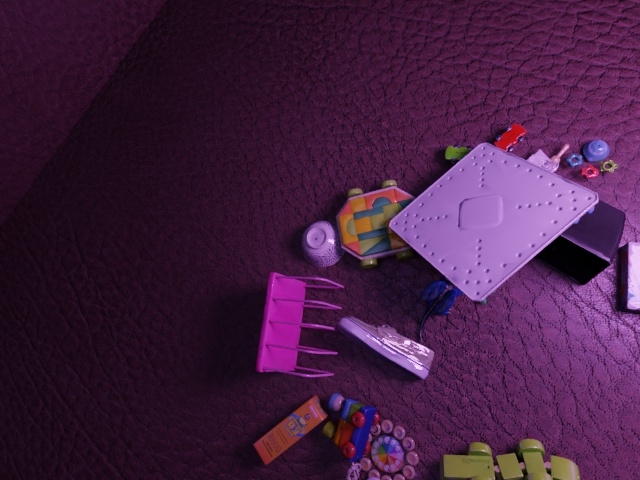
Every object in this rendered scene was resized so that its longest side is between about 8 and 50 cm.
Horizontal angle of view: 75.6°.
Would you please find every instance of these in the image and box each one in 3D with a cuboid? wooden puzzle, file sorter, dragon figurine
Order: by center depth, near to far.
[{"bbox_3d":[0.229,0.621,1.192,0.078,0.014,0.116,-22,70,16],"label":"wooden puzzle"},{"bbox_3d":[0.350,0.165,1.196,0.085,0.144,0.289,43,99,26],"label":"dragon figurine"},{"bbox_3d":[-0.048,0.261,1.264,0.182,0.202,0.291,0,76,27],"label":"file sorter"}]

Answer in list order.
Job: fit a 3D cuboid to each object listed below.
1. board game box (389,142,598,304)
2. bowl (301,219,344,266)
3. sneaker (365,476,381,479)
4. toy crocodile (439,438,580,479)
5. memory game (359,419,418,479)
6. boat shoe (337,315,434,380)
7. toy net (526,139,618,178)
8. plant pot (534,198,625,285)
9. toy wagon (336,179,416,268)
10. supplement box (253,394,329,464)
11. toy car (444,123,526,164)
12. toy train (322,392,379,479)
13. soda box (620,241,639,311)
[{"bbox_3d":[0.443,-0.065,1.130,0.390,0.050,0.390,-41,42,1],"label":"board game box"},{"bbox_3d":[0.000,0.000,1.398,0.170,0.080,0.170,-4,75,17],"label":"bowl"},{"bbox_3d":[0.112,0.804,1.100,0.099,0.153,0.282,6,83,20],"label":"sneaker"},{"bbox_3d":[0.483,0.601,1.069,0.340,0.105,0.115,-11,31,16],"label":"toy crocodile"},{"bbox_3d":[0.191,0.620,1.193,0.186,0.012,0.186,-6,76,24],"label":"memory game"},{"bbox_3d":[0.195,0.304,1.238,0.302,0.109,0.094,30,69,6],"label":"boat shoe"},{"bbox_3d":[0.740,-0.229,1.233,0.232,0.045,0.122,-10,75,17],"label":"toy net"},{"bbox_3d":[0.701,-0.018,1.124,0.187,0.188,0.167,37,77,24],"label":"plant pot"},{"bbox_3d":[0.227,-0.066,1.336,0.344,0.068,0.267,-14,72,12],"label":"toy wagon"},{"bbox_3d":[-0.089,0.583,1.273,0.233,0.080,0.078,-40,70,2],"label":"supplement box"},{"bbox_3d":[0.512,-0.261,1.311,0.224,0.053,0.239,12,79,21],"label":"toy car"},{"bbox_3d":[0.064,0.586,1.205,0.143,0.105,0.248,14,84,40],"label":"toy train"},{"bbox_3d":[0.845,0.098,1.100,0.062,0.058,0.183,5,77,20],"label":"soda box"}]
